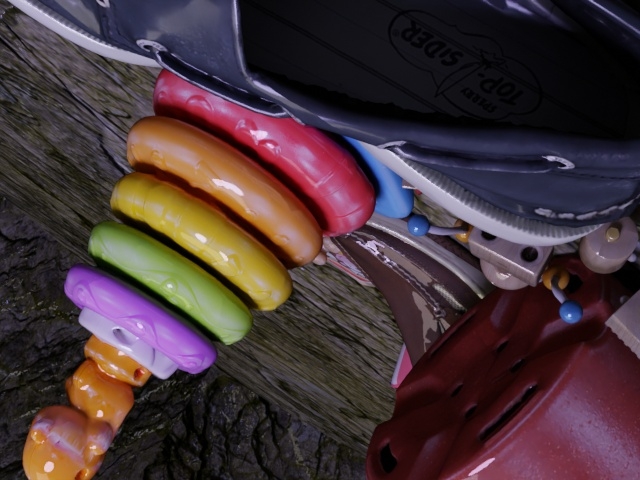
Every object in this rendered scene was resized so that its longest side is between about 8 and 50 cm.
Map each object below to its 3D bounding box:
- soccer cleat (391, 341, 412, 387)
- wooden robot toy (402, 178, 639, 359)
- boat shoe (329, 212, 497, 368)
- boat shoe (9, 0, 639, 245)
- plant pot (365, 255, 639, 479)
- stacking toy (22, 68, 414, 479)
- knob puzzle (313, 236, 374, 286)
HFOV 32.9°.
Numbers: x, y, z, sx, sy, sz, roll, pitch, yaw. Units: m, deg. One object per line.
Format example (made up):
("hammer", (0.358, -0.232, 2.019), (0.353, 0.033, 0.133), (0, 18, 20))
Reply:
("soccer cleat", (0.179, 0.150, 0.963), (0.248, 0.095, 0.083), (34, 167, -3))
("wooden robot toy", (0.120, 0.002, 0.604), (0.173, 0.076, 0.079), (31, 170, 14))
("boat shoe", (0.102, 0.070, 0.850), (0.257, 0.095, 0.095), (36, 167, -13))
("boat shoe", (-0.007, -0.106, 0.403), (0.340, 0.127, 0.113), (33, 166, -8))
("plant pot", (0.189, 0.168, 0.696), (0.265, 0.272, 0.272), (44, 165, -11))
("stacking toy", (-0.089, 0.023, 0.675), (0.166, 0.302, 0.175), (26, 166, 28))
("knob puzzle", (0.000, 0.000, 0.986), (0.213, 0.030, 0.213), (31, 167, 8))
